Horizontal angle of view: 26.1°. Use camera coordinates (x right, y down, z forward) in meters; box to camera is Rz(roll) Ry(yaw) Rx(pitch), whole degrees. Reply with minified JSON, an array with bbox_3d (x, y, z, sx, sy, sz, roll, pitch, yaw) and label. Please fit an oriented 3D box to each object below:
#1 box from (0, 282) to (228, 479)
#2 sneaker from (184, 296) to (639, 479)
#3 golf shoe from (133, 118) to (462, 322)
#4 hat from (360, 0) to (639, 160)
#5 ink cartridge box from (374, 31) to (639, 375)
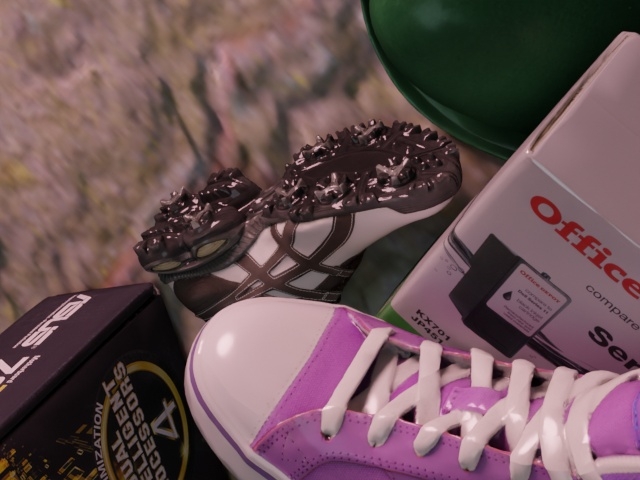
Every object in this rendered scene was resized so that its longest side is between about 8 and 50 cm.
[{"bbox_3d":[-0.137,0.266,0.768,0.097,0.318,0.395,-6,111,28],"label":"box"},{"bbox_3d":[0.081,0.070,0.546,0.282,0.102,0.161,24,145,8],"label":"sneaker"},{"bbox_3d":[0.000,0.000,0.725,0.198,0.077,0.094,-14,119,37],"label":"golf shoe"},{"bbox_3d":[0.056,-0.086,0.578,0.208,0.183,0.173,33,124,7],"label":"hat"},{"bbox_3d":[0.127,0.028,0.614,0.153,0.087,0.208,40,150,4],"label":"ink cartridge box"}]
